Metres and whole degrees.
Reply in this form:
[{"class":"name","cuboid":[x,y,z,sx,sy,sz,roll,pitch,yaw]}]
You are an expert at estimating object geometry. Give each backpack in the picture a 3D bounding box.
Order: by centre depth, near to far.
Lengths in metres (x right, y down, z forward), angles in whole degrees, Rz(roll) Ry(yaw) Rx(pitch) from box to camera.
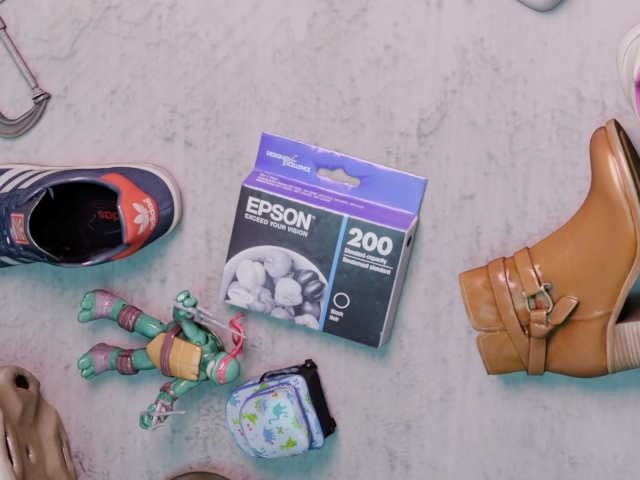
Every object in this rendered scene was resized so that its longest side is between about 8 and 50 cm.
[{"class":"backpack","cuboid":[-0.055,0.209,1.654,0.114,0.084,0.105,-14,98,22]}]

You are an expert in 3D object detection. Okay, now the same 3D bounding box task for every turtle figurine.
[{"class":"turtle figurine","cuboid":[-0.181,0.138,1.655,0.234,0.118,0.175,14,94,28]}]

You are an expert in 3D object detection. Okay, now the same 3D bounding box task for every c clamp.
[{"class":"c clamp","cuboid":[-0.378,-0.208,1.664,0.137,0.022,0.160,-23,97,20]}]

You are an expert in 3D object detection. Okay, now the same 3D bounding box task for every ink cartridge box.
[{"class":"ink cartridge box","cuboid":[0.000,0.000,1.602,0.206,0.045,0.208,16,108,12]}]

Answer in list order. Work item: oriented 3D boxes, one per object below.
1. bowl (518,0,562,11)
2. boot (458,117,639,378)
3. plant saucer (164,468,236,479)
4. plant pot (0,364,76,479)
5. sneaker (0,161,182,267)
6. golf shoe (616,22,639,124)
[{"class":"bowl","cuboid":[0.221,-0.322,1.444,0.142,0.053,0.142,39,113,4]},{"class":"boot","cuboid":[0.259,0.018,1.512,0.220,0.109,0.283,-7,110,22]},{"class":"plant saucer","cuboid":[-0.143,0.384,1.726,0.199,0.036,0.198,-3,82,25]},{"class":"plant pot","cuboid":[-0.481,0.300,1.703,0.306,0.334,0.333,-17,100,8]},{"class":"sneaker","cuboid":[-0.347,-0.023,1.639,0.350,0.148,0.131,-10,102,19]},{"class":"golf shoe","cuboid":[0.389,-0.079,1.418,0.115,0.140,0.306,-28,97,20]}]
